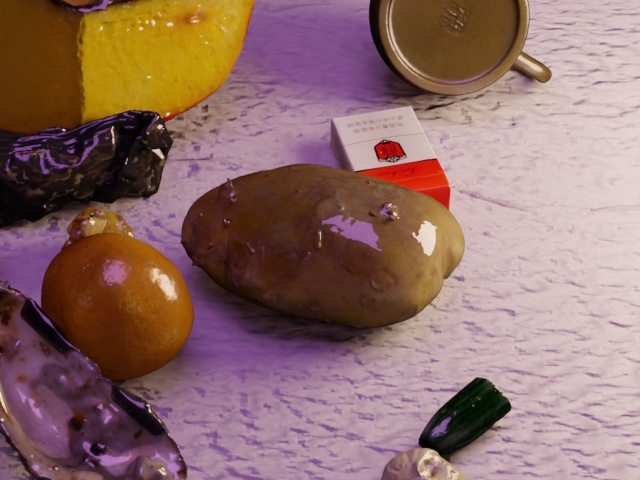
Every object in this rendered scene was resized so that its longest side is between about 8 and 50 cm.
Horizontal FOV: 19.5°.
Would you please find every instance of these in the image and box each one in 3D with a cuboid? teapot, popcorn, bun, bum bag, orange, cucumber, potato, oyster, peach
[{"bbox_3d":[0.160,-0.264,2.219,0.267,0.186,0.175,32,10,-9],"label":"teapot"},{"bbox_3d":[-0.243,0.008,1.987,0.084,0.084,0.084,0,41,0],"label":"popcorn"},{"bbox_3d":[0.096,0.228,1.732,0.086,0.055,0.086,0,42,0],"label":"bun"},{"bbox_3d":[-0.280,-0.078,2.043,0.248,0.102,0.069,-10,44,-11],"label":"bum bag"},{"bbox_3d":[-0.205,0.069,1.841,0.159,0.159,0.136,21,69,22],"label":"orange"},{"bbox_3d":[0.136,0.175,1.797,0.048,0.048,0.105,32,51,31],"label":"cucumber"},{"bbox_3d":[0.000,0.000,1.930,0.296,0.141,0.192,5,39,9],"label":"potato"},{"bbox_3d":[-0.244,0.155,1.757,0.128,0.078,0.345,-36,71,-14],"label":"oyster"},{"bbox_3d":[-0.265,-0.266,2.153,0.380,0.242,0.306,16,38,23],"label":"peach"}]

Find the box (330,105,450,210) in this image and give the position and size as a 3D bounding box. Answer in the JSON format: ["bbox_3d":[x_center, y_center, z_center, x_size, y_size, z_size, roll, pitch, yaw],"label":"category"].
[{"bbox_3d":[0.077,-0.086,2.099,0.100,0.048,0.152,-11,45,-9],"label":"box"}]
